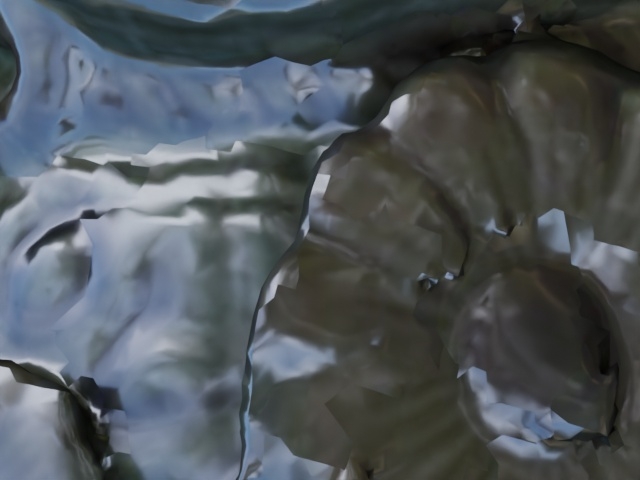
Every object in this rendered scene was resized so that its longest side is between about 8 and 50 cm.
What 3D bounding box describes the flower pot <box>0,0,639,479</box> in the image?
[{"bbox_3d":[0.000,0.000,0.501,0.301,0.301,0.213,4,102,36],"label":"flower pot"}]
